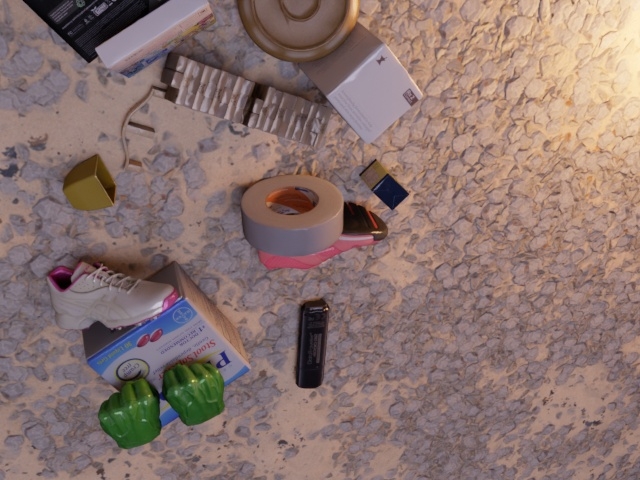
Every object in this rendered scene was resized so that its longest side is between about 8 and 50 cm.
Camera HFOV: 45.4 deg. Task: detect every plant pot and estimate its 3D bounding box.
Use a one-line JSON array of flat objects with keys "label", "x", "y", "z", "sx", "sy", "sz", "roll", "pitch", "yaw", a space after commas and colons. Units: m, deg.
[{"label": "plant pot", "x": -0.039, "y": -0.456, "z": 1.449, "sx": 0.236, "sy": 0.032, "sz": 0.236, "roll": -2, "pitch": 109, "yaw": -6}, {"label": "plant pot", "x": -0.466, "y": -0.107, "z": 1.529, "sx": 0.083, "sy": 0.081, "sz": 0.081, "roll": -19, "pitch": 128, "yaw": 3}]

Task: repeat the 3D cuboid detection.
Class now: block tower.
[{"label": "block tower", "x": -0.147, "y": -0.275, "z": 1.521, "sx": 0.335, "sy": 0.097, "sz": 0.091, "roll": 14, "pitch": 101, "yaw": -29}]

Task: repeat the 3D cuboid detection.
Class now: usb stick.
[{"label": "usb stick", "x": -0.022, "y": 0.274, "z": 1.981, "sx": 0.077, "sy": 0.045, "sz": 0.278, "roll": -3, "pitch": 123, "yaw": -12}]

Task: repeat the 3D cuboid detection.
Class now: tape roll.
[{"label": "tape roll", "x": -0.060, "y": -0.057, "z": 1.635, "sx": 0.219, "sy": 0.219, "sz": 0.072, "roll": -11, "pitch": 127, "yaw": -15}]

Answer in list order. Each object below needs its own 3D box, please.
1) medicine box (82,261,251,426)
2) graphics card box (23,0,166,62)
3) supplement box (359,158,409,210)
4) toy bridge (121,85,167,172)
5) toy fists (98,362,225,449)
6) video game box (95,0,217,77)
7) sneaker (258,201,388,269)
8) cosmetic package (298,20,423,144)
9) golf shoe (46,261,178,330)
[{"label": "medicine box", "x": -0.351, "y": 0.244, "z": 1.762, "sx": 0.263, "sy": 0.149, "sz": 0.289, "roll": -34, "pitch": 127, "yaw": 2}, {"label": "graphics card box", "x": -0.429, "y": -0.501, "z": 1.249, "sx": 0.233, "sy": 0.094, "sz": 0.371, "roll": -35, "pitch": 126, "yaw": 15}, {"label": "supplement box", "x": 0.146, "y": -0.128, "z": 1.755, "sx": 0.056, "sy": 0.083, "sz": 0.083, "roll": -44, "pitch": 127, "yaw": 9}, {"label": "toy bridge", "x": -0.363, "y": -0.221, "z": 1.525, "sx": 0.063, "sy": 0.026, "sz": 0.188, "roll": 14, "pitch": 116, "yaw": -28}, {"label": "toy fists", "x": -0.347, "y": 0.352, "z": 1.684, "sx": 0.279, "sy": 0.096, "sz": 0.142, "roll": -17, "pitch": 137, "yaw": -11}, {"label": "video game box", "x": -0.286, "y": -0.368, "z": 1.362, "sx": 0.205, "sy": 0.187, "sz": 0.048, "roll": -33, "pitch": 95, "yaw": 0}, {"label": "sneaker", "x": -0.001, "y": 0.000, "z": 1.784, "sx": 0.313, "sy": 0.116, "sz": 0.136, "roll": -5, "pitch": 134, "yaw": -11}, {"label": "cosmetic package", "x": 0.078, "y": -0.323, "z": 1.535, "sx": 0.151, "sy": 0.184, "sz": 0.151, "roll": -41, "pitch": 127, "yaw": 7}, {"label": "golf shoe", "x": -0.447, "y": 0.109, "z": 1.600, "sx": 0.306, "sy": 0.115, "sz": 0.140, "roll": -7, "pitch": 114, "yaw": 20}]
